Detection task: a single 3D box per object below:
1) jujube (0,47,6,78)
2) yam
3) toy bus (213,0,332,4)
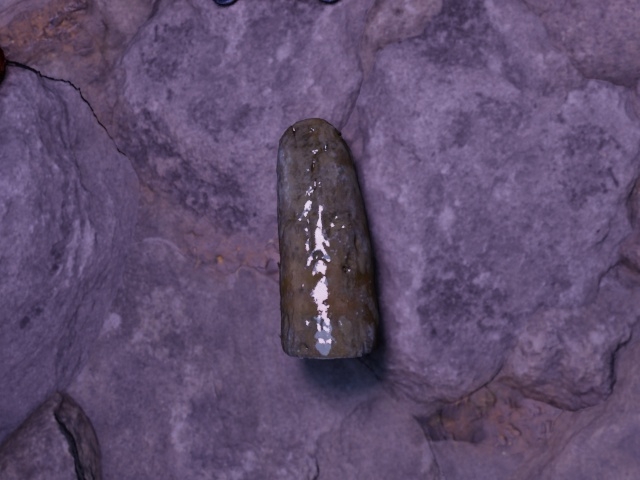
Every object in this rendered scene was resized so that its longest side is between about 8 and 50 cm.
[{"bbox_3d":[-0.538,-0.231,1.751,0.166,0.104,0.104,-29,75,10],"label":"jujube"},{"bbox_3d":[0.000,0.000,1.540,0.133,0.133,0.330,-10,75,15],"label":"yam"},{"bbox_3d":[-0.071,-0.409,1.634,0.329,0.109,0.136,3,72,17],"label":"toy bus"}]
